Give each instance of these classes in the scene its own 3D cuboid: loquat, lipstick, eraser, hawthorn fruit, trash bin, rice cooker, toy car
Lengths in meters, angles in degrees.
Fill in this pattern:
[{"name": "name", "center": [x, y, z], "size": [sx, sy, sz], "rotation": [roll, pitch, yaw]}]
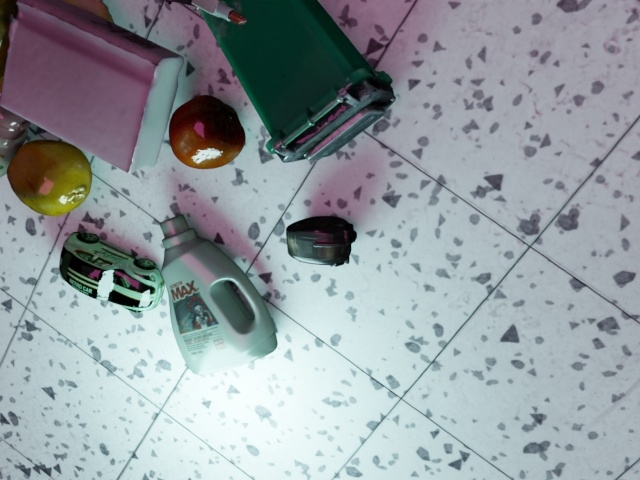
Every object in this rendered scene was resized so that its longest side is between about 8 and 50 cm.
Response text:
[{"name": "loquat", "center": [-0.677, -0.162, 1.531], "size": [0.234, 0.176, 0.187], "rotation": [21, 72, 22]}, {"name": "lipstick", "center": [-0.186, -0.432, 1.144], "size": [0.129, 0.030, 0.030], "rotation": [34, 109, 25]}, {"name": "eraser", "center": [-0.506, -0.345, 1.341], "size": [0.359, 0.122, 0.272], "rotation": [26, 115, 10]}, {"name": "hawthorn fruit", "center": [-0.269, -0.236, 1.395], "size": [0.188, 0.169, 0.169], "rotation": [-35, 94, 33]}, {"name": "trash bin", "center": [-0.059, -0.362, 1.230], "size": [0.259, 0.295, 0.381], "rotation": [-36, 88, 22]}, {"name": "rice cooker", "center": [0.000, 0.000, 1.407], "size": [0.165, 0.112, 0.107], "rotation": [11, 114, 16]}, {"name": "toy car", "center": [-0.564, 0.093, 1.600], "size": [0.305, 0.125, 0.136], "rotation": [25, 111, 10]}]

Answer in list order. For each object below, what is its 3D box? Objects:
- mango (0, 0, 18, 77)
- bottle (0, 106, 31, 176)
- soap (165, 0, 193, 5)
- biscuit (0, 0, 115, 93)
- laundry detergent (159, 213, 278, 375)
[{"name": "mango", "center": [-0.760, -0.471, 1.363], "size": [0.175, 0.139, 0.254], "rotation": [38, 111, -1]}, {"name": "bottle", "center": [-0.806, -0.266, 1.529], "size": [0.120, 0.120, 0.253], "rotation": [51, 132, -3]}, {"name": "soap", "center": [-0.364, -0.573, 1.229], "size": [0.220, 0.325, 0.127], "rotation": [25, 108, 6]}, {"name": "biscuit", "center": [-0.710, -0.558, 1.458], "size": [0.446, 0.104, 0.429], "rotation": [-41, 91, 21]}, {"name": "laundry detergent", "center": [-0.282, 0.123, 1.528], "size": [0.263, 0.124, 0.398], "rotation": [-17, 99, 22]}]
